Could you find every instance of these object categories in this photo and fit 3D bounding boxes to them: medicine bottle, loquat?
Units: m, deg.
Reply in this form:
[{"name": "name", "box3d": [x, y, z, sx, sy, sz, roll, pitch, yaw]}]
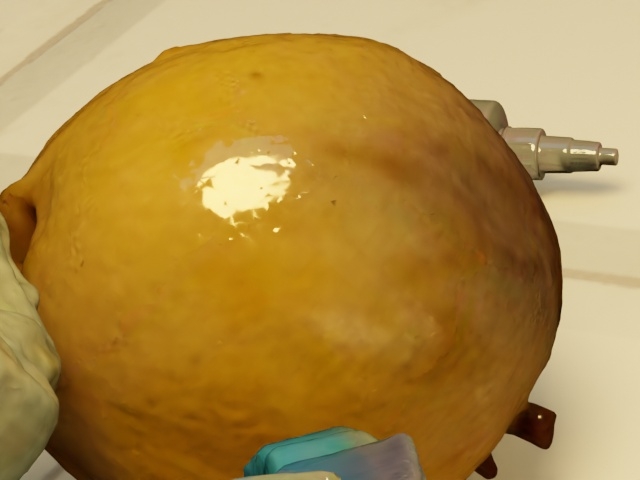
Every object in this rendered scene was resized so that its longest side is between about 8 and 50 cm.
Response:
[{"name": "medicine bottle", "box3d": [0.060, -0.048, 1.050, 0.199, 0.057, 0.057, 3, 32, 21]}, {"name": "loquat", "box3d": [-0.018, 0.019, 0.791, 0.238, 0.238, 0.193, -11, 39, -2]}]

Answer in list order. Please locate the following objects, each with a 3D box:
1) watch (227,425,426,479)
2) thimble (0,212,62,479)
[{"name": "watch", "box3d": [-0.073, 0.174, 0.563, 0.274, 0.241, 0.305, -21, 28, 8]}, {"name": "thimble", "box3d": [-0.228, -0.014, 0.618, 0.195, 0.291, 0.291, -32, 32, -1]}]
